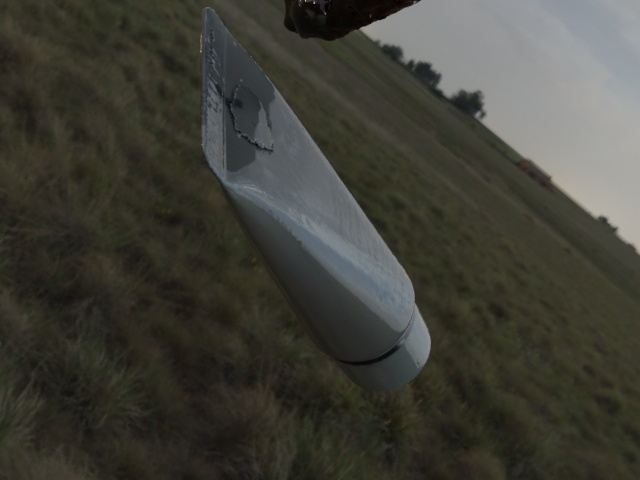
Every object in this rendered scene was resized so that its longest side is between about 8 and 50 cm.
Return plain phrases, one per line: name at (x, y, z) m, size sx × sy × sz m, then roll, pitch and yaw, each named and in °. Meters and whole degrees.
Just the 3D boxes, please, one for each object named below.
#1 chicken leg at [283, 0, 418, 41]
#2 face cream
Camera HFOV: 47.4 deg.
chicken leg at (0.064, -0.258, 0.512) m, size 0.095 × 0.407 × 0.158 m, roll -16°, pitch 80°, yaw -26°
face cream at (0.000, 0.000, 0.501) m, size 0.314 × 0.089 × 0.143 m, roll 60°, pitch 18°, yaw -45°
